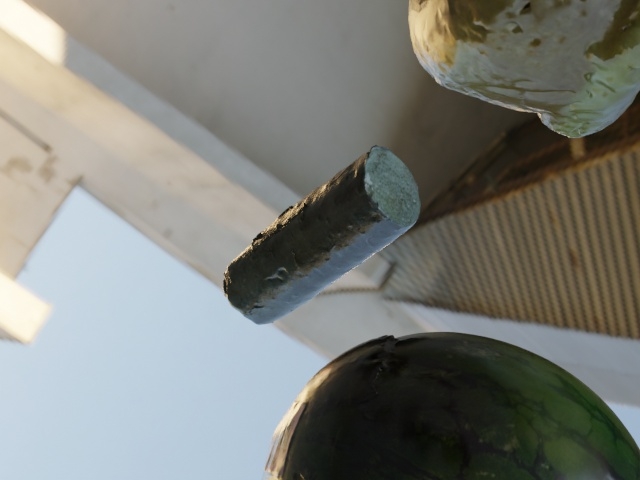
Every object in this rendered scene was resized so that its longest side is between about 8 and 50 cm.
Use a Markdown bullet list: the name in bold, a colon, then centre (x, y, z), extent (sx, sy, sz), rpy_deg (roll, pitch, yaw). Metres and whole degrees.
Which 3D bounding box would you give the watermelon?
- **watermelon**: centre (0.123, 0.249, 1.141), extent (0.363, 0.363, 0.363), rpy_deg (-36, -149, 26)

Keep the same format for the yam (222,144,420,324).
- **yam**: centre (0.000, 0.000, 1.436), extent (0.259, 0.106, 0.106), rpy_deg (-35, -149, 38)

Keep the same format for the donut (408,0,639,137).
- **donut**: centre (0.123, -0.196, 0.680), extent (0.208, 0.128, 0.261), rpy_deg (109, -14, -58)
